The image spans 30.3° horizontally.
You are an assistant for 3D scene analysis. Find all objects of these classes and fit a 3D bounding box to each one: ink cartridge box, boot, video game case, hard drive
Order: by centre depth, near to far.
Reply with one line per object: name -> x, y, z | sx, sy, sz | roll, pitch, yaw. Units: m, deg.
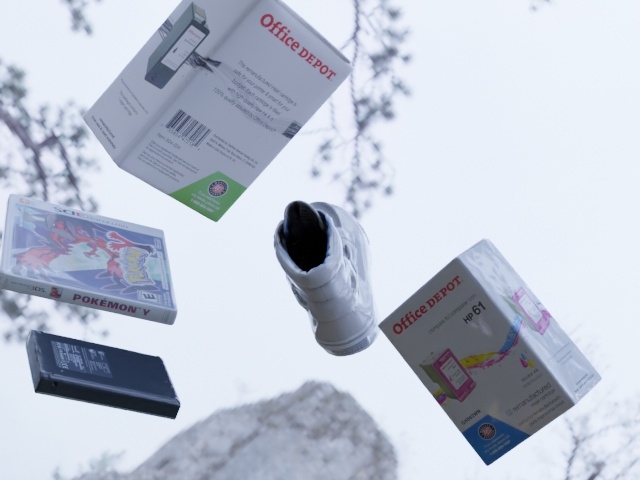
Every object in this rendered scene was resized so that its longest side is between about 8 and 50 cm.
ink cartridge box -> 0.111, 0.073, 0.788 | 0.122, 0.052, 0.088 | 52, -53, 10
hard drive -> -0.204, 0.125, 1.107 | 0.022, 0.135, 0.094 | -68, -154, 15
boot -> 0.000, 0.000, 1.244 | 0.258, 0.095, 0.123 | -110, 176, -57
video game case -> -0.251, 0.017, 1.276 | 0.201, 0.183, 0.023 | -113, -139, -62
ink cartridge box -> -0.123, -0.184, 1.463 | 0.198, 0.273, 0.115 | 32, 13, -50
